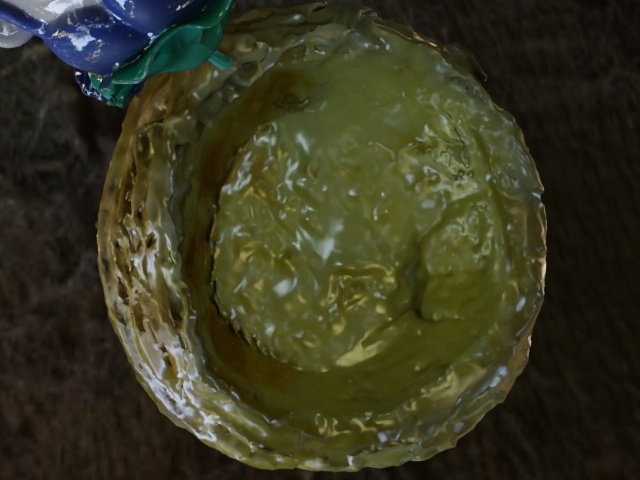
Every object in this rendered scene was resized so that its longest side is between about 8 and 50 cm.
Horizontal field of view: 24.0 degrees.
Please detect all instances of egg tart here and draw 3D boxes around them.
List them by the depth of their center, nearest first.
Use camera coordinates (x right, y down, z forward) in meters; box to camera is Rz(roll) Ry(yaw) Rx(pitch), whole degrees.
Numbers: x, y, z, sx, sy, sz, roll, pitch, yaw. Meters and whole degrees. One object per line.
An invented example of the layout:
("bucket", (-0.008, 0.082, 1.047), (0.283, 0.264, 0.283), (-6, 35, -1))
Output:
("egg tart", (-0.001, -0.001, 0.653), (0.213, 0.212, 0.090), (20, 173, -25))

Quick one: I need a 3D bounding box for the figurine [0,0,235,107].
("figurine", (-0.093, -0.120, 0.496), (0.111, 0.102, 0.195), (-50, 131, 7))
